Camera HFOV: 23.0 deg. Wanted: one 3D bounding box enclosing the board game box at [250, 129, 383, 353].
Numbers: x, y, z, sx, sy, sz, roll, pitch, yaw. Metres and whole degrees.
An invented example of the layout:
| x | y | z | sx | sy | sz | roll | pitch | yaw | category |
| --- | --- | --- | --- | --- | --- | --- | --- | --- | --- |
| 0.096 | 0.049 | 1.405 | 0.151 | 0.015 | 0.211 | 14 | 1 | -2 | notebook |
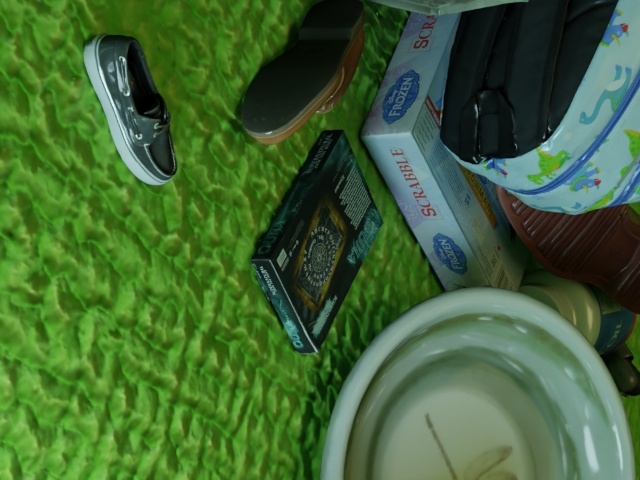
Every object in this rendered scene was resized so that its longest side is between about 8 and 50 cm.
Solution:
| x | y | z | sx | sy | sz | roll | pitch | yaw | category |
| --- | --- | --- | --- | --- | --- | --- | --- | --- | --- |
| 0.000 | 0.000 | 1.511 | 0.186 | 0.026 | 0.126 | -61 | 140 | -39 | board game box |

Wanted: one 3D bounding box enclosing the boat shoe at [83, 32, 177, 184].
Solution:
| x | y | z | sx | sy | sz | roll | pitch | yaw | category |
| --- | --- | --- | --- | --- | --- | --- | --- | --- | --- |
| -0.143 | -0.102 | 1.252 | 0.049 | 0.040 | 0.142 | -60 | 138 | -41 | boat shoe |

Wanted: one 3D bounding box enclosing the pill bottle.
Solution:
| x | y | z | sx | sy | sz | roll | pitch | yaw | category |
| --- | --- | --- | --- | --- | --- | --- | --- | --- | --- |
| 0.295 | 0.092 | 1.918 | 0.221 | 0.124 | 0.124 | -6 | 96 | -58 | pill bottle |

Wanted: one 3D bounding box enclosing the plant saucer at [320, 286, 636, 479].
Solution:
| x | y | z | sx | sy | sz | roll | pitch | yaw | category |
| --- | --- | --- | --- | --- | --- | --- | --- | --- | --- |
| 0.148 | 0.249 | 1.613 | 0.400 | 0.100 | 0.400 | 3 | 84 | -34 | plant saucer |

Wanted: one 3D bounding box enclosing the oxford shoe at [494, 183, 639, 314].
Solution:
| x | y | z | sx | sy | sz | roll | pitch | yaw | category |
| --- | --- | --- | --- | --- | --- | --- | --- | --- | --- |
| 0.292 | -0.025 | 1.825 | 0.123 | 0.130 | 0.348 | -47 | 132 | 7 | oxford shoe |

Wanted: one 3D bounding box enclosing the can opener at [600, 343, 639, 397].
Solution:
| x | y | z | sx | sy | sz | roll | pitch | yaw | category |
| --- | --- | --- | --- | --- | --- | --- | --- | --- | --- |
| 0.380 | 0.172 | 2.078 | 0.095 | 0.076 | 0.283 | 62 | 10 | 14 | can opener |

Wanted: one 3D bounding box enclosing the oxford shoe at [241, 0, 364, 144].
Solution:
| x | y | z | sx | sy | sz | roll | pitch | yaw | category |
| --- | --- | --- | --- | --- | --- | --- | --- | --- | --- |
| -0.006 | -0.143 | 1.459 | 0.212 | 0.076 | 0.076 | -54 | 145 | -44 | oxford shoe |

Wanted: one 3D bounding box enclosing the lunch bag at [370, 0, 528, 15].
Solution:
| x | y | z | sx | sy | sz | roll | pitch | yaw | category |
| --- | --- | --- | --- | --- | --- | --- | --- | --- | --- |
| 0.055 | -0.350 | 1.452 | 0.287 | 0.169 | 0.235 | 5 | 87 | -36 | lunch bag |

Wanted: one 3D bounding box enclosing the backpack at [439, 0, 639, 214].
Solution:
| x | y | z | sx | sy | sz | roll | pitch | yaw | category |
| --- | --- | --- | --- | --- | --- | --- | --- | --- | --- |
| 0.263 | -0.205 | 1.577 | 0.273 | 0.290 | 0.355 | 41 | 70 | -35 | backpack |

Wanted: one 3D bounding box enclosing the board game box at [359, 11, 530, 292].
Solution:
| x | y | z | sx | sy | sz | roll | pitch | yaw | category |
| --- | --- | --- | --- | --- | --- | --- | --- | --- | --- |
| 0.176 | -0.128 | 1.770 | 0.318 | 0.066 | 0.318 | 59 | 42 | -41 | board game box |
